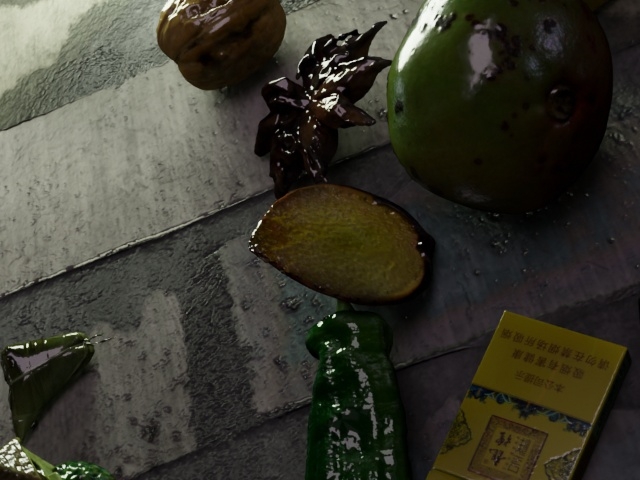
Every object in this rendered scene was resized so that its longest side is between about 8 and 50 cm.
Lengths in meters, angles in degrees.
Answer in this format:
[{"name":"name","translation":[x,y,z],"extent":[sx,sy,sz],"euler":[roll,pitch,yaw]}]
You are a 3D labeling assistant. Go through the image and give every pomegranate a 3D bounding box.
[{"name":"pomegranate","translation":[0.184,-0.192,1.644],"extent":[0.291,0.291,0.323],"euler":[-47,53,-9]}]

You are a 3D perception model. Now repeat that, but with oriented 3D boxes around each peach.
[{"name":"peach","translation":[0.018,0.020,1.640],"extent":[0.189,0.279,0.068],"euler":[56,133,34]}]

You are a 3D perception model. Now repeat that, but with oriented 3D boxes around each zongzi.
[{"name":"zongzi","translation":[-0.329,0.186,1.791],"extent":[0.154,0.062,0.130],"euler":[-12,76,-1]}]

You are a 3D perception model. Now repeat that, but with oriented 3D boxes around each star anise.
[{"name":"star anise","translation":[-0.014,-0.186,1.790],"extent":[0.272,0.102,0.272],"euler":[-37,38,36]}]

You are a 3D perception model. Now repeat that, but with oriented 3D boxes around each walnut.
[{"name":"walnut","translation":[-0.134,-0.300,1.934],"extent":[0.184,0.155,0.155],"euler":[-34,52,2]}]

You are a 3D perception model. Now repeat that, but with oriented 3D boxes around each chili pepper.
[{"name":"chili pepper","translation":[0.037,0.182,1.583],"extent":[0.136,0.099,0.270],"euler":[-33,45,40]}]

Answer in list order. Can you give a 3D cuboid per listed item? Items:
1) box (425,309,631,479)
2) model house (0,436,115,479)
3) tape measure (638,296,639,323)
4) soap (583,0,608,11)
[{"name":"box","translation":[0.219,0.221,1.518],"extent":[0.153,0.041,0.279],"euler":[17,68,30]},{"name":"model house","translation":[-0.329,0.342,1.595],"extent":[0.195,0.189,0.214],"euler":[-39,51,0]},{"name":"tape measure","translation":[0.430,0.078,1.454],"extent":[0.235,0.115,0.207],"euler":[11,46,29]},{"name":"soap","translation":[0.320,-0.425,1.810],"extent":[0.281,0.143,0.259],"euler":[-32,57,3]}]
